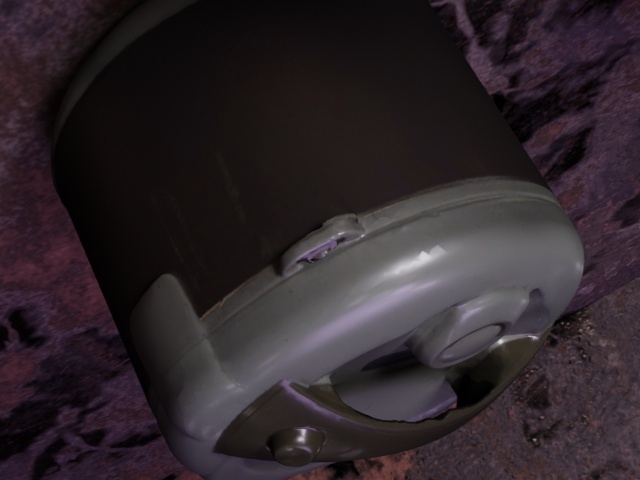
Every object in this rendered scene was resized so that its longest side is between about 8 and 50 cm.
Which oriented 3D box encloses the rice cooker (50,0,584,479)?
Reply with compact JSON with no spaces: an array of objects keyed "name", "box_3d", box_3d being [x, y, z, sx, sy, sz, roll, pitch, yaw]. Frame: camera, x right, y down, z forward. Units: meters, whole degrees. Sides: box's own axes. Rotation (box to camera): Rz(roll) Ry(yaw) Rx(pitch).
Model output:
[{"name":"rice cooker","box_3d":[0.000,0.000,0.834,0.335,0.325,0.335,-24,156,-11]}]
